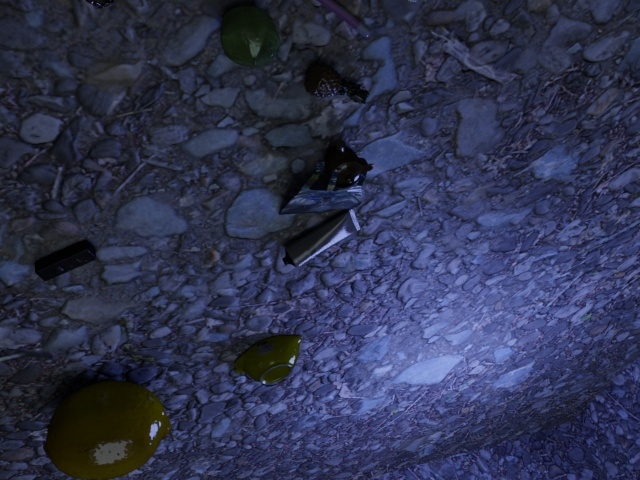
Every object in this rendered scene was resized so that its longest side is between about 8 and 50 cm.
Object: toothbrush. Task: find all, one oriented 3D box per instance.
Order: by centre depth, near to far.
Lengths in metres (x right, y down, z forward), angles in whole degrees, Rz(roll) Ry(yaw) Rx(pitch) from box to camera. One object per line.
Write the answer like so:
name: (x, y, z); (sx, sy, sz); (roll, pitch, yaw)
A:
toothbrush: (-0.021, -0.373, 0.897); (0.286, 0.020, 0.025); (20, 119, -42)

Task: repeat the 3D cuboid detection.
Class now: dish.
dish: (-0.132, 0.332, 1.634); (0.207, 0.080, 0.149); (-31, 141, 8)

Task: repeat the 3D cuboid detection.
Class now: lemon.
lemon: (-0.508, 0.449, 1.457); (0.263, 0.236, 0.236); (-16, 146, -42)

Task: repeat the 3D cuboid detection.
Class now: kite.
kite: (0.028, -0.096, 1.149); (0.169, 0.015, 0.310); (-4, 168, -15)

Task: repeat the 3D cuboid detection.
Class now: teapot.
teapot: (0.049, -0.155, 1.143); (0.084, 0.080, 0.110); (-20, 142, -4)

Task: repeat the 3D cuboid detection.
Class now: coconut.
coconut: (-0.102, -0.293, 0.891); (0.087, 0.096, 0.088); (-7, 154, -3)

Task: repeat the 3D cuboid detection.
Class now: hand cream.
hand cream: (0.000, 0.000, 1.333); (0.186, 0.054, 0.087); (-31, 147, -1)

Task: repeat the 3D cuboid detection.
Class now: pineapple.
pineapple: (0.031, -0.256, 1.039); (0.124, 0.058, 0.058); (13, 130, -44)

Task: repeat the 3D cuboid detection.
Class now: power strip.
power strip: (-0.476, 0.038, 1.143); (0.111, 0.029, 0.038); (-24, 143, 0)

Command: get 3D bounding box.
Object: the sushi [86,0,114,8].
sushi: (-0.284, -0.407, 0.638); (0.129, 0.124, 0.332); (-18, 145, 11)
